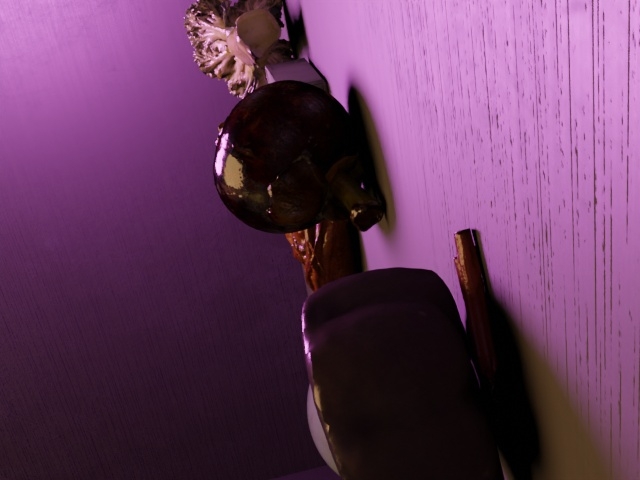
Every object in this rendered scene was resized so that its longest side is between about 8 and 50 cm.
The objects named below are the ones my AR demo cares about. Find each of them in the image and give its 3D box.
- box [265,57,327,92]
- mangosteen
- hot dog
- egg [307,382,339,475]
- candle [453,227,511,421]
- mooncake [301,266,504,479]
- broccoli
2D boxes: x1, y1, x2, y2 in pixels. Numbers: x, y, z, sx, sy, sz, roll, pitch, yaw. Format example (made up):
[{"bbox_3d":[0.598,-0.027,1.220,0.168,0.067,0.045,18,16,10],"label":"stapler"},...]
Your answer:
[{"bbox_3d":[-0.037,-0.246,1.614,0.225,0.086,0.129,-114,13,-67],"label":"box"},{"bbox_3d":[-0.021,-0.098,1.272,0.289,0.231,0.231,36,156,23],"label":"mangosteen"},{"bbox_3d":[0.000,0.000,1.645,0.272,0.122,0.196,85,165,-48],"label":"hot dog"},{"bbox_3d":[0.068,0.196,1.049,0.231,0.168,0.168,-104,2,-70],"label":"egg"},{"bbox_3d":[0.138,0.072,0.762,0.026,0.021,0.167,-9,93,65],"label":"candle"},{"bbox_3d":[0.077,0.141,0.792,0.245,0.133,0.245,-17,-90,-82],"label":"mooncake"},{"bbox_3d":[-0.157,-0.425,1.803,0.361,0.221,0.252,114,141,-77],"label":"broccoli"}]
